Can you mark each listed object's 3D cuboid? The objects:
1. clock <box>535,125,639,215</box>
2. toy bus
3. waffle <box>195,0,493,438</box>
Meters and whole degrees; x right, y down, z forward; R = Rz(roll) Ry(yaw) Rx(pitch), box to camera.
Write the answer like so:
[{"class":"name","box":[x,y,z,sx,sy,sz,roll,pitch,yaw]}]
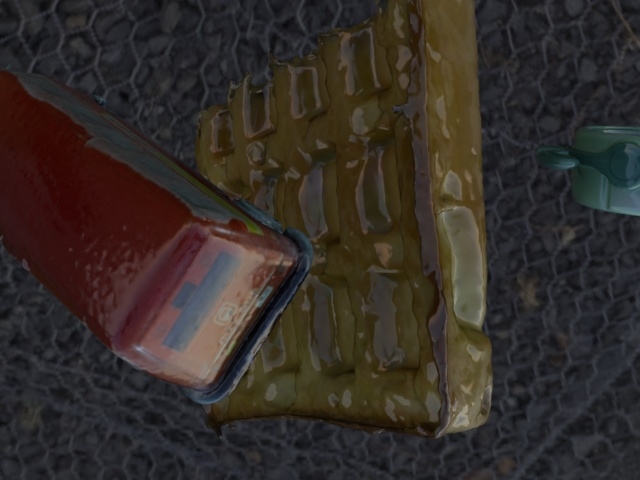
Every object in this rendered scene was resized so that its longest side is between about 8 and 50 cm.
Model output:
[{"class":"clock","box":[0.258,-0.053,0.804,0.189,0.148,0.060,6,101,12]},{"class":"toy bus","box":[-0.139,-0.019,0.665,0.121,0.265,0.120,-57,145,5]},{"class":"waffle","box":[0.000,0.000,0.808,0.078,0.304,0.348,1,173,-32]}]
